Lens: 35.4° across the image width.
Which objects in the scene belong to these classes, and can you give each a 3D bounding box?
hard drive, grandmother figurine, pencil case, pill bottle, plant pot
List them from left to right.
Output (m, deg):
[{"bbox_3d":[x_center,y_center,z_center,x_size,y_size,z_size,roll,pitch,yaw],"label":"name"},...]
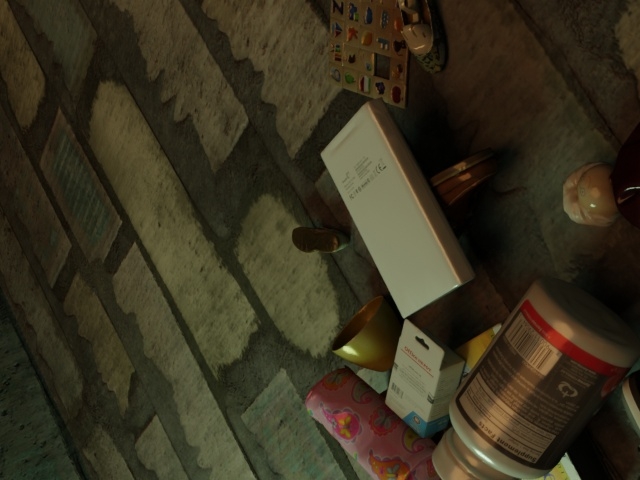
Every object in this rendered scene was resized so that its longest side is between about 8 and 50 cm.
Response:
[{"bbox_3d":[0.099,0.180,1.803,0.095,0.134,0.134,43,143,-7],"label":"plant pot"},{"bbox_3d":[0.097,0.340,1.765,0.284,0.124,0.124,36,130,42],"label":"pencil case"},{"bbox_3d":[0.114,-0.045,1.580,0.308,0.040,0.203,63,152,8],"label":"hard drive"},{"bbox_3d":[0.294,0.224,1.428,0.176,0.176,0.319,45,114,32],"label":"pill bottle"},{"bbox_3d":[0.422,-0.099,1.241,0.104,0.208,0.342,29,155,-14],"label":"grandmother figurine"}]

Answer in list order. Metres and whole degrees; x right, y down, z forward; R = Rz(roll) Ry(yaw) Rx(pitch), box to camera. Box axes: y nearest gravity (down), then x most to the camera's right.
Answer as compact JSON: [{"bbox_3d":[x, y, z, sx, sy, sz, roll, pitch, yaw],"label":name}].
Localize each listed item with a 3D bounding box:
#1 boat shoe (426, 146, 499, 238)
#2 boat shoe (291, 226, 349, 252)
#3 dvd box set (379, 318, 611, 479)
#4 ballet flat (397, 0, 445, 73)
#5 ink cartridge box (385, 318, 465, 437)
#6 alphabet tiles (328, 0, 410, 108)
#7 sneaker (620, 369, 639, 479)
[{"bbox_3d":[0.201,-0.047,1.591,0.105,0.110,0.307,62,152,8],"label":"boat shoe"},{"bbox_3d":[0.000,0.000,1.909,0.135,0.045,0.050,13,104,47],"label":"boat shoe"},{"bbox_3d":[0.265,0.338,1.689,0.420,0.062,0.308,-41,71,51],"label":"dvd box set"},{"bbox_3d":[0.145,-0.349,1.560,0.070,0.070,0.189,-8,98,53],"label":"ballet flat"},{"bbox_3d":[0.175,0.220,1.659,0.104,0.060,0.180,40,131,41],"label":"ink cartridge box"},{"bbox_3d":[0.082,-0.359,1.689,0.198,0.009,0.237,28,124,44],"label":"alphabet tiles"},{"bbox_3d":[0.461,0.338,1.393,0.178,0.123,0.296,-39,74,42],"label":"sneaker"}]
